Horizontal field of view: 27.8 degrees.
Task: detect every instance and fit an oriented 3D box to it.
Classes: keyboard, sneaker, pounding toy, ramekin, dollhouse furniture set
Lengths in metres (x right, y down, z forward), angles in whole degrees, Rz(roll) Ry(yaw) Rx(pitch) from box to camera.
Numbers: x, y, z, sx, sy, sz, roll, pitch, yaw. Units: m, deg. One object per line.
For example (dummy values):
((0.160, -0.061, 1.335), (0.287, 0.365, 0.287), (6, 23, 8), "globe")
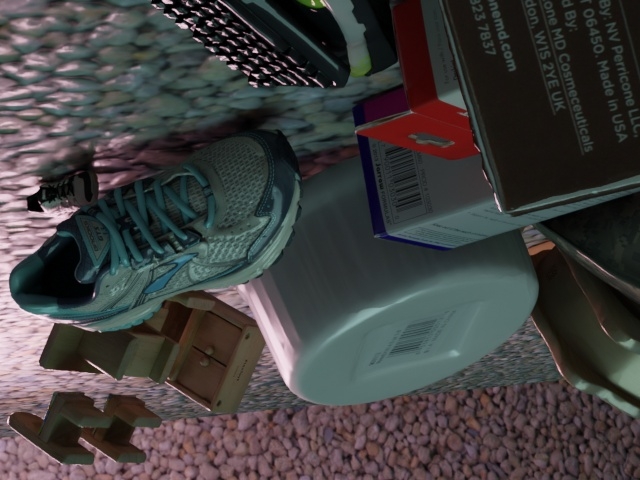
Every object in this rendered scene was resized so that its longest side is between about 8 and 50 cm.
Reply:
((-0.073, -0.128, 0.658), (0.108, 0.023, 0.180), (16, 165, 44), "keyboard")
((-0.215, -0.036, 1.072), (0.037, 0.031, 0.083), (2, 162, -40), "sneaker")
((-0.136, 0.001, 1.031), (0.283, 0.110, 0.122), (-33, 160, 31), "sneaker")
((0.253, 0.068, 1.295), (0.154, 0.269, 0.155), (14, 128, -37), "pounding toy")
((0.066, 0.041, 1.198), (0.277, 0.135, 0.277), (-18, 154, -9), "ramekin")
((-0.016, -0.133, 0.702), (0.097, 0.084, 0.234), (-9, 166, 8), "sneaker")
((-0.192, 0.089, 1.277), (0.161, 0.212, 0.242), (27, -174, 32), "dollhouse furniture set")

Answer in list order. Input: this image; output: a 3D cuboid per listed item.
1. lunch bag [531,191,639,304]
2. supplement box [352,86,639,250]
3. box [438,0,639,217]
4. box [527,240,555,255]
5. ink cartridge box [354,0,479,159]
((0.313, -0.011, 1.074), (0.235, 0.169, 0.287), (24, 179, -43), "lunch bag")
((0.151, -0.076, 0.977), (0.220, 0.111, 0.114), (-18, 164, 33), "supplement box")
((0.254, -0.141, 0.585), (0.381, 0.143, 0.191), (-12, -163, 16), "box")
((0.365, 0.005, 1.633), (0.164, 0.021, 0.201), (5, 161, -43), "box")
((0.142, -0.127, 0.834), (0.231, 0.078, 0.134), (-19, 163, 35), "ink cartridge box")
